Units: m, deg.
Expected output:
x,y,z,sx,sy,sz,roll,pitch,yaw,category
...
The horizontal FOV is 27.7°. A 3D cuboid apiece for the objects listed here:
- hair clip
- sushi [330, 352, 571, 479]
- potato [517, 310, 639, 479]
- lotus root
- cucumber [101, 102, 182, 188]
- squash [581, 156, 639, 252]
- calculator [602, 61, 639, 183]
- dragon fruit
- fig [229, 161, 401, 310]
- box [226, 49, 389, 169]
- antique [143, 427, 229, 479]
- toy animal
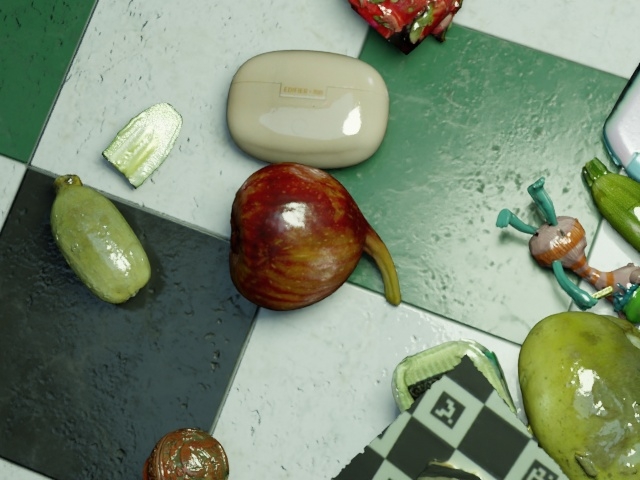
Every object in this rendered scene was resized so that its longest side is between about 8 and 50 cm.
x,y,z,sx,sy,sz,roll,pitch,yaw,category
0.195,0.267,1.474,0.138,0.091,0.321,-23,85,25,hair clip
0.145,0.357,1.418,0.320,0.068,0.339,-44,77,24,sushi
0.320,0.189,1.435,0.197,0.148,0.228,-1,68,-17,potato
-0.281,-0.006,1.600,0.090,0.077,0.183,-33,79,1,lotus root
-0.218,-0.125,1.636,0.067,0.035,0.107,44,87,-5,cucumber
0.398,-0.004,1.512,0.252,0.066,0.066,43,88,13,squash
0.463,-0.184,1.544,0.173,0.051,0.293,31,85,13,calculator
0.119,-0.325,1.570,0.172,0.166,0.160,-49,38,9,dragon fruit
-0.003,-0.006,1.531,0.207,0.175,0.175,0,79,-7,fig
-0.016,-0.160,1.586,0.200,0.088,0.146,5,80,8,box
-0.154,0.269,1.523,0.104,0.104,0.104,-1,80,8,antique
0.300,0.022,1.504,0.208,0.100,0.103,43,49,1,toy animal
